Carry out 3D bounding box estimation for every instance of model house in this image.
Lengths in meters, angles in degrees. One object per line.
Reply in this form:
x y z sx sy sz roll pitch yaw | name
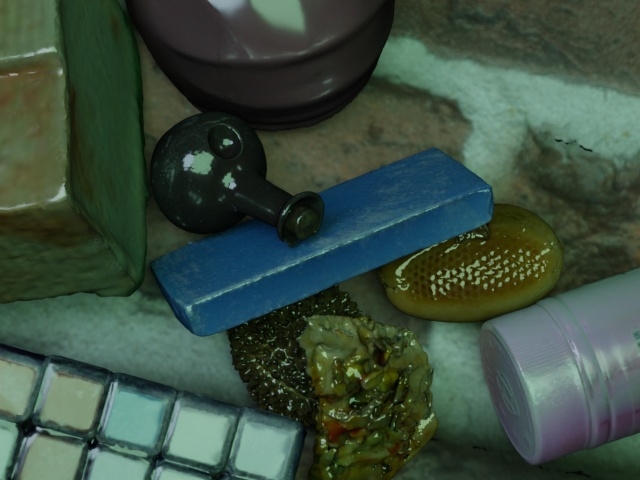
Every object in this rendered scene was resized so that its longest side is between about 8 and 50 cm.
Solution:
-0.328 -0.102 1.593 0.280 0.245 0.312 -10 66 12 | model house

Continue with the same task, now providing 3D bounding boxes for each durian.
-0.027 0.096 1.671 0.188 0.091 0.148 28 82 -3 | durian

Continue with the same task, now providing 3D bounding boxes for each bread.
0.145 0.022 1.713 0.189 0.077 0.114 -7 105 -10 | bread

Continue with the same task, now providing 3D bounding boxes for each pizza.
0.051 0.150 1.638 0.147 0.069 0.226 -22 130 -26 | pizza

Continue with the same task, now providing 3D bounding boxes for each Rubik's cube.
-0.196 0.262 1.530 0.287 0.293 0.292 16 84 -6 | Rubik's cube

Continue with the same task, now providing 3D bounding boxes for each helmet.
-0.060 -0.275 1.655 0.271 0.197 0.338 -18 88 -7 | helmet

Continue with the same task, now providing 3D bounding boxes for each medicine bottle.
0.296 0.109 1.686 0.254 0.152 0.152 -17 87 -9 | medicine bottle

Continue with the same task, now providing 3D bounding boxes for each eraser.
0.000 0.000 1.657 0.312 0.144 0.043 -22 114 -12 | eraser

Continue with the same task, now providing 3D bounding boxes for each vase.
-0.075 -0.048 1.640 0.183 0.120 0.120 28 78 36 | vase
